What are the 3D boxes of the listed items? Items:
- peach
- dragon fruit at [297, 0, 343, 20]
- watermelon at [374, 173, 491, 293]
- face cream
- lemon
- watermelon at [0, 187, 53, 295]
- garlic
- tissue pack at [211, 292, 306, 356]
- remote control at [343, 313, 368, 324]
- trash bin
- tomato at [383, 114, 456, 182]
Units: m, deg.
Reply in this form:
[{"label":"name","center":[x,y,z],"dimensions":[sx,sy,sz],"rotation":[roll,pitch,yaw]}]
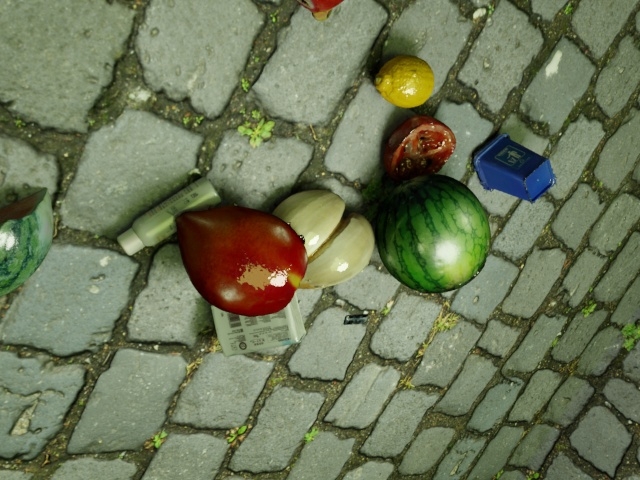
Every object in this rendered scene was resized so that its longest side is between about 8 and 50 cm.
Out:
[{"label":"peach","center":[-0.193,0.057,1.409],"dimensions":[0.361,0.201,0.258],"rotation":[30,114,-28]},{"label":"dragon fruit","center":[0.004,-0.633,1.284],"dimensions":[0.227,0.224,0.224],"rotation":[-50,130,-2]},{"label":"watermelon","center":[0.327,-0.020,1.699],"dimensions":[0.363,0.363,0.363],"rotation":[-15,122,-25]},{"label":"face cream","center":[-0.380,-0.057,1.434],"dimensions":[0.269,0.082,0.082],"rotation":[-35,129,-10]},{"label":"lemon","center":[0.229,-0.435,1.568],"dimensions":[0.187,0.142,0.142],"rotation":[-5,118,-32]},{"label":"watermelon","center":[-0.687,0.013,1.241],"dimensions":[0.260,0.256,0.176],"rotation":[-29,83,-6]},{"label":"garlic","center":[0.000,0.000,1.646],"dimensions":[0.313,0.286,0.249],"rotation":[-34,173,-5]},{"label":"tissue pack","center":[-0.167,0.221,1.632],"dimensions":[0.229,0.145,0.159],"rotation":[-14,91,15]},{"label":"remote control","center":[0.123,0.274,1.974],"dimensions":[0.096,0.014,0.039],"rotation":[1,115,-31]},{"label":"trash bin","center":[0.634,-0.223,1.876],"dimensions":[0.162,0.234,0.184],"rotation":[-41,129,-7]},{"label":"tomato","center":[0.281,-0.281,1.715],"dimensions":[0.228,0.101,0.228],"rotation":[-18,137,-17]}]
